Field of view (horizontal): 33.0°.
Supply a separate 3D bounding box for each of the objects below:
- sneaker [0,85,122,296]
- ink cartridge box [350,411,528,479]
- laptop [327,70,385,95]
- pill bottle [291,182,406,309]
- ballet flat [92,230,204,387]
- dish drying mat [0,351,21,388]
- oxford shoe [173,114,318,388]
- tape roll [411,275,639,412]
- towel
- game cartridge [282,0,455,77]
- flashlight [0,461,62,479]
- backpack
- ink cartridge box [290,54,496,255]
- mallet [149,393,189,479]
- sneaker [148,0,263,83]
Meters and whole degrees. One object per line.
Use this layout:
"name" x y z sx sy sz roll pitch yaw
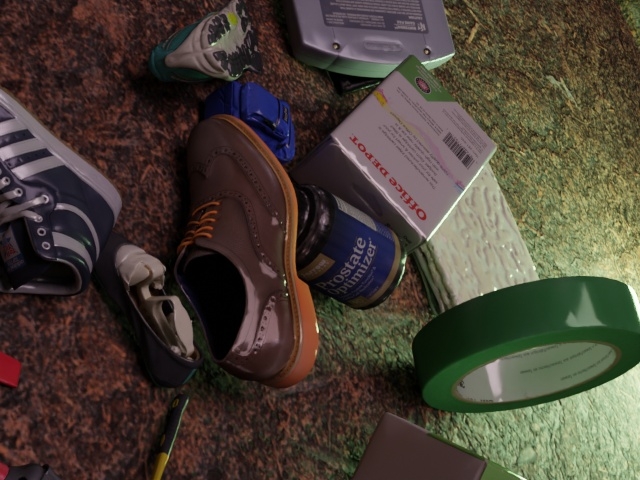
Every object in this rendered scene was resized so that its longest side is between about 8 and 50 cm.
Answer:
"sneaker" -0.325 -0.053 1.065 0.282 0.099 0.153 38 41 -30
"ink cartridge box" 0.202 0.336 1.344 0.273 0.198 0.115 33 80 -34
"laptop" 0.064 -0.359 1.862 0.264 0.136 0.234 -22 82 -30
"pill bottle" 0.000 0.000 1.419 0.219 0.123 0.123 28 45 -37
"ballet flat" -0.187 0.063 1.181 0.074 0.074 0.203 -22 83 -56
"dish drying mat" -0.323 0.112 1.025 0.083 0.008 0.032 33 42 -33
"oxford shoe" -0.106 -0.008 1.263 0.132 0.130 0.364 18 45 -48
"tape roll" 0.290 0.152 1.501 0.321 0.321 0.077 17 53 -45
"towel" 0.236 -0.027 1.802 0.317 0.053 0.332 0 64 -51
"game cartridge" 0.075 -0.363 1.754 0.297 0.062 0.198 -2 76 -30
"flashlight" -0.324 0.153 0.912 0.304 0.103 0.103 47 33 -16
"backpack" -0.085 -0.146 1.439 0.120 0.101 0.098 32 50 -40
"ink cartridge box" 0.113 -0.119 1.601 0.201 0.117 0.278 47 45 -5
"mallet" -0.157 0.224 1.106 0.039 0.062 0.190 46 36 -22
"sneaker" -0.148 -0.260 1.438 0.275 0.110 0.107 -45 121 -72
